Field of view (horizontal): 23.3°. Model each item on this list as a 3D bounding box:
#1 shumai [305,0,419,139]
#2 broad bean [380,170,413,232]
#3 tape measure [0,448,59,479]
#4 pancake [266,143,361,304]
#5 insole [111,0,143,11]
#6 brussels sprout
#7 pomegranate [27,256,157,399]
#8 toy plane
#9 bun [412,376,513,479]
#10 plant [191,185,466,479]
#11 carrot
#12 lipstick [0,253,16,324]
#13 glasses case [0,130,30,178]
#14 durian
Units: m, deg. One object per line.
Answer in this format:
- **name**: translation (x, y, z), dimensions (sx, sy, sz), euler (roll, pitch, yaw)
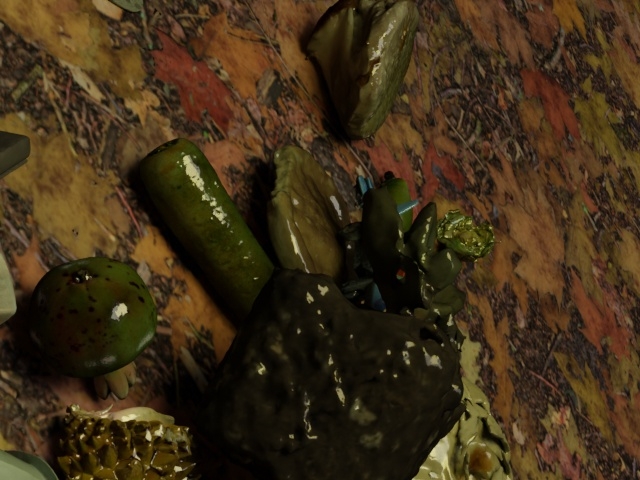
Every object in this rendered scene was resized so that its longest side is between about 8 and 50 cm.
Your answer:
- **shumai**: translation (0.044, -0.230, 1.925), dimensions (0.120, 0.201, 0.201), euler (21, 34, 9)
- **broad bean**: translation (0.081, -0.016, 1.897), dimensions (0.070, 0.048, 0.213), euler (43, 37, -26)
- **tape measure**: translation (-0.281, 0.224, 1.027), dimensions (0.125, 0.246, 0.243), euler (34, 49, -35)
- **pancake**: translation (0.001, -0.001, 1.728), dimensions (0.222, 0.042, 0.236), euler (63, 17, -11)
- **insole**: translation (-0.256, -0.309, 1.639), dimensions (0.193, 0.006, 0.065), euler (39, 40, -35)
- **brussels sprout**: translation (0.187, -0.004, 2.043), dimensions (0.085, 0.058, 0.085), euler (11, 50, -13)
- **pomegranate**: translation (-0.198, 0.082, 1.371), dimensions (0.114, 0.114, 0.142), euler (-74, 159, -47)
- **toy plane**: translation (0.060, 0.029, 1.682), dimensions (0.246, 0.078, 0.169), euler (-65, 136, -57)
- **bun**: translation (0.109, 0.250, 1.620), dimensions (0.259, 0.152, 0.259), euler (14, 73, -51)
- **plant**: translation (0.042, 0.107, 1.452), dimensions (0.213, 0.312, 0.215), euler (35, -12, 17)
- **carrot**: translation (-0.071, 0.049, 1.611), dimensions (0.358, 0.074, 0.074), euler (57, 32, -19)
- **lipstick**: translation (-0.348, 0.044, 1.189), dimensions (0.253, 0.077, 0.079), euler (3, 66, -57)
- **glasses case**: translation (-0.322, -0.048, 1.299), dimensions (0.190, 0.072, 0.042), euler (-45, 136, -57)
- **durian**: translation (-0.138, 0.200, 1.390), dimensions (0.224, 0.078, 0.140), euler (0, 67, -58)
